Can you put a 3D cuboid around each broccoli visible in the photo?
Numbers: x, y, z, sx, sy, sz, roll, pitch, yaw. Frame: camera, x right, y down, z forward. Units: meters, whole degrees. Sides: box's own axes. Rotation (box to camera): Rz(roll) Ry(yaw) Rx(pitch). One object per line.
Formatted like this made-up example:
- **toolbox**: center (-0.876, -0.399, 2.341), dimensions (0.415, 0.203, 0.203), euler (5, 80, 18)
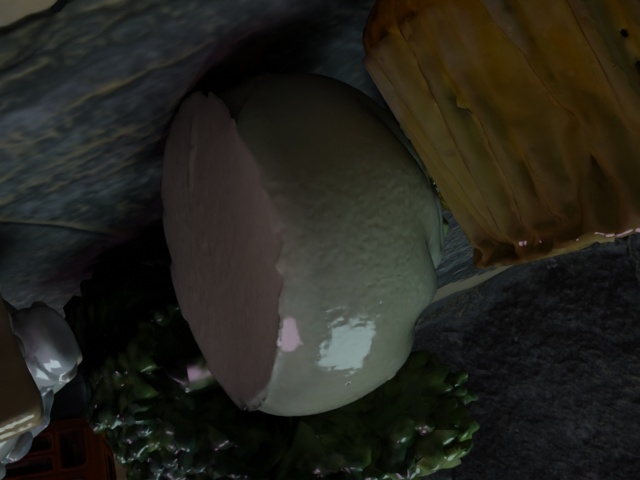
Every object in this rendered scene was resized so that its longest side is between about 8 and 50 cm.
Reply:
- **broccoli**: center (-0.024, 0.099, 0.754), dimensions (0.338, 0.277, 0.317), euler (-28, 156, -49)

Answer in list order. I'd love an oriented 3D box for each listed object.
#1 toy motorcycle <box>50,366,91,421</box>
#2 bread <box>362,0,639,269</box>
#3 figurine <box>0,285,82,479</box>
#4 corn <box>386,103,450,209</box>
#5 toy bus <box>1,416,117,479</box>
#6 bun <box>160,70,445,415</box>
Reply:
- **toy motorcycle**: center (-0.273, 0.168, 1.016), dimensions (0.152, 0.073, 0.225), euler (-8, 161, -47)
- **bread**: center (0.160, -0.109, 0.440), dimensions (0.288, 0.156, 0.204), euler (-26, 179, -15)
- **figurine**: center (-0.201, 0.082, 0.526), dimensions (0.163, 0.141, 0.237), euler (-17, 168, -21)
- **corn**: center (0.105, -0.063, 0.682), dimensions (0.106, 0.106, 0.293), euler (-28, 170, 10)
- **toy bus**: center (-0.343, 0.249, 0.891), dimensions (0.329, 0.153, 0.143), euler (-9, 161, -8)
- **bun**: center (0.000, 0.000, 0.510), dimensions (0.120, 0.172, 0.173), euler (-9, 164, -25)
